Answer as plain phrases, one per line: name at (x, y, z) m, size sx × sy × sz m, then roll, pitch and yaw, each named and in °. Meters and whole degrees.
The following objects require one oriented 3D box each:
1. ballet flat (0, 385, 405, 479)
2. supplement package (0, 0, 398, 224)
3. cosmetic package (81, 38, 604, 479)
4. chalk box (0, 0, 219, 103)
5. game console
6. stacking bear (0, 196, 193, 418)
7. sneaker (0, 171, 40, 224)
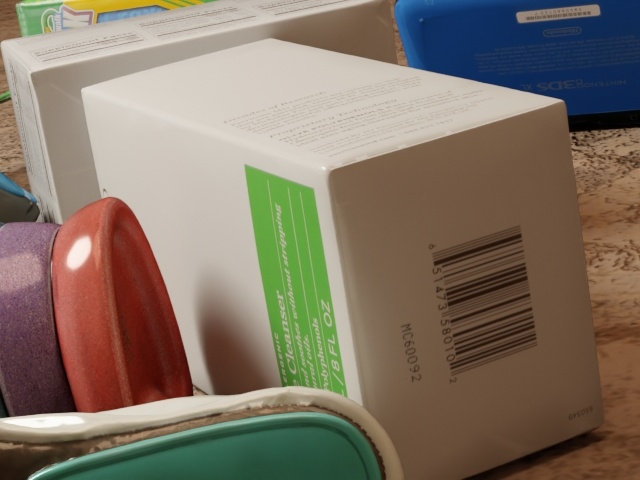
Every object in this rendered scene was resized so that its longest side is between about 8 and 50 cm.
ballet flat at (-0.159, 0.138, 0.855) m, size 0.400 × 0.139 × 0.139 m, roll -5°, pitch 16°, yaw -2°
supplement package at (-0.080, -0.065, 1.312) m, size 0.262 × 0.204 × 0.145 m, roll -13°, pitch 18°, yaw -15°
cosmetic package at (0.000, 0.000, 1.072) m, size 0.155 × 0.197 × 0.365 m, roll -17°, pitch 17°, yaw -24°
chalk box at (-0.193, -0.181, 1.806) m, size 0.289 × 0.179 × 0.180 m, roll -6°, pitch 16°, yaw 9°
game console at (0.241, -0.190, 1.647) m, size 0.293 × 0.250 × 0.173 m, roll -4°, pitch 44°, yaw 17°
stacking bear at (-0.237, 0.080, 1.015) m, size 0.289 × 0.164 × 0.175 m, roll -12°, pitch 16°, yaw 6°
sneaker at (-0.306, -0.002, 1.353) m, size 0.139 × 0.125 × 0.341 m, roll -52°, pitch 8°, yaw -8°
